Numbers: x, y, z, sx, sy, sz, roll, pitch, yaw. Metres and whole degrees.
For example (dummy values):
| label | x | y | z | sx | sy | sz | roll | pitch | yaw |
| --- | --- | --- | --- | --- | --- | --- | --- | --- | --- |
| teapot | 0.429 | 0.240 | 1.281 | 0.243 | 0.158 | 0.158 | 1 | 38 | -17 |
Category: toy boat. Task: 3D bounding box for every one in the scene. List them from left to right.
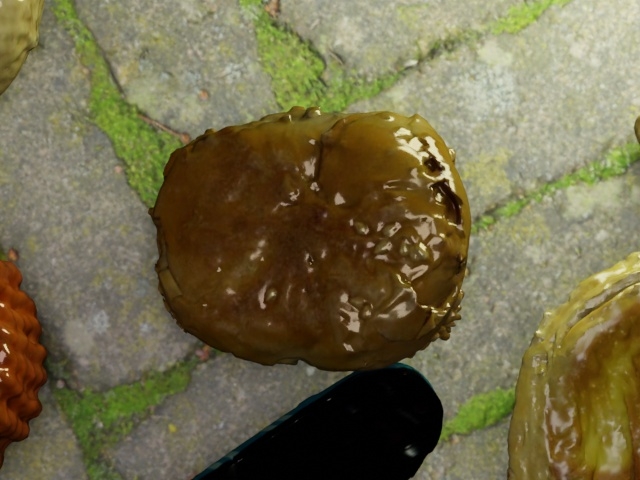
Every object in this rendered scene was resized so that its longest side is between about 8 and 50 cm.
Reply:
| label | x | y | z | sx | sy | sz | roll | pitch | yaw |
| --- | --- | --- | --- | --- | --- | --- | --- | --- | --- |
| toy boat | -0.028 | 0.210 | 1.869 | 0.299 | 0.092 | 0.134 | -32 | 120 | -11 |

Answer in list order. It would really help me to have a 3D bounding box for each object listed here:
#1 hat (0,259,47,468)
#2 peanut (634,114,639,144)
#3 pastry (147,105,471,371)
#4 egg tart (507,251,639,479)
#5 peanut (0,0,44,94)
| label | x | y | z | sx | sy | sz | roll | pitch | yaw |
| --- | --- | --- | --- | --- | --- | --- | --- | --- | --- |
| hat | -0.386 | 0.116 | 1.721 | 0.285 | 0.400 | 0.285 | 0 | 88 | -3 |
| peanut | 0.407 | -0.085 | 1.906 | 0.214 | 0.099 | 0.099 | 20 | 84 | 7 |
| pastry | 0.000 | 0.000 | 1.846 | 0.311 | 0.162 | 0.255 | 8 | 80 | 22 |
| egg tart | 0.331 | 0.180 | 1.846 | 0.352 | 0.150 | 0.351 | 0 | 89 | -4 |
| peanut | -0.374 | -0.183 | 1.888 | 0.253 | 0.122 | 0.137 | -22 | 93 | 0 |
